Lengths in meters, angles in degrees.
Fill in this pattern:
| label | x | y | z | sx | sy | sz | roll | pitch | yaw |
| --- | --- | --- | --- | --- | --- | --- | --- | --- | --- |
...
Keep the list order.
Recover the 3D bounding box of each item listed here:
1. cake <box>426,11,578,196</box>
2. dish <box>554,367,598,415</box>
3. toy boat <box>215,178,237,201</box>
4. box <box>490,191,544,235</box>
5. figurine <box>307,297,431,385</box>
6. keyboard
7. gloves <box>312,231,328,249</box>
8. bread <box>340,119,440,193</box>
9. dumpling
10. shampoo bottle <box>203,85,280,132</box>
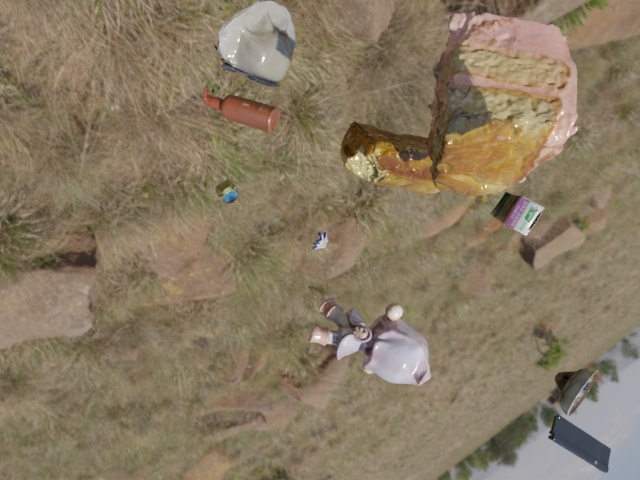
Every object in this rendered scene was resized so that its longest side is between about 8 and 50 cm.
| label | x | y | z | sx | sy | sz | roll | pitch | yaw |
| --- | --- | --- | --- | --- | --- | --- | --- | --- | --- |
| cake | 0.404 | -0.303 | 1.155 | 0.293 | 0.306 | 0.314 | 7 | 155 | 1 |
| dish | 0.648 | 0.376 | 1.289 | 0.141 | 0.078 | 0.141 | -28 | 135 | -33 |
| toy boat | -0.281 | -0.142 | 1.504 | 0.065 | 0.066 | 0.172 | -33 | -176 | -9 |
| box | 0.317 | -0.048 | 0.807 | 0.050 | 0.041 | 0.207 | -63 | 172 | 13 |
| figurine | 0.114 | 0.223 | 1.085 | 0.133 | 0.276 | 0.200 | -57 | 166 | -61 |
| keyboard | 0.694 | 0.543 | 1.323 | 0.023 | 0.231 | 0.072 | -25 | -144 | 60 |
| gloves | 0.000 | 0.000 | 1.607 | 0.064 | 0.026 | 0.086 | -63 | 161 | 11 |
| bread | 0.222 | -0.232 | 1.444 | 0.344 | 0.195 | 0.148 | 4 | 122 | -32 |
| dumpling | -0.157 | -0.538 | 1.396 | 0.204 | 0.163 | 0.293 | -32 | 162 | 27 |
| shampoo bottle | -0.248 | -0.404 | 1.529 | 0.085 | 0.244 | 0.085 | 20 | 90 | -80 |
